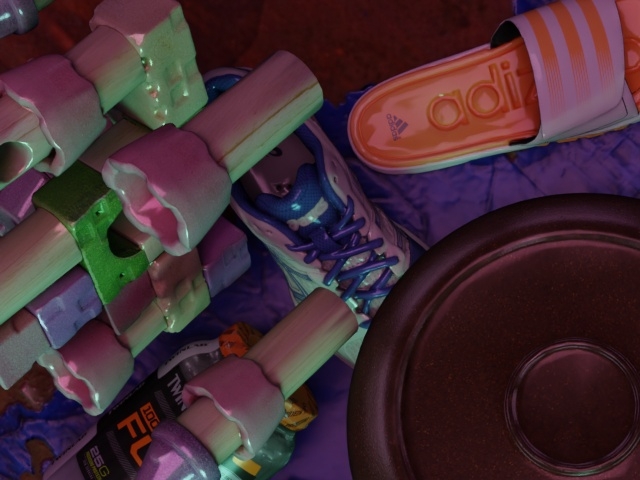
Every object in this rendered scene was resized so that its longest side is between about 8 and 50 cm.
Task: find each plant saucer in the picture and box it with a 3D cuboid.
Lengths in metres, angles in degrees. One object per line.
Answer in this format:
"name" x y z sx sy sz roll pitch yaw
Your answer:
"plant saucer" 0.163 0.109 0.845 0.311 0.050 0.310 -5 71 14

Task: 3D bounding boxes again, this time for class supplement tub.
"supplement tub" -0.101 0.154 0.981 0.190 0.117 0.117 -42 82 8

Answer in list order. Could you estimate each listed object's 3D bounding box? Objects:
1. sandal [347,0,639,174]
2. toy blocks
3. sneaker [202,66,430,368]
"sandal" 0.144 -0.110 0.957 0.265 0.076 0.102 -20 86 10
"toy blocks" -0.175 0.004 0.836 0.309 0.288 0.260 33 62 30
"sneaker" 0.000 0.000 0.957 0.112 0.131 0.296 -42 84 6
